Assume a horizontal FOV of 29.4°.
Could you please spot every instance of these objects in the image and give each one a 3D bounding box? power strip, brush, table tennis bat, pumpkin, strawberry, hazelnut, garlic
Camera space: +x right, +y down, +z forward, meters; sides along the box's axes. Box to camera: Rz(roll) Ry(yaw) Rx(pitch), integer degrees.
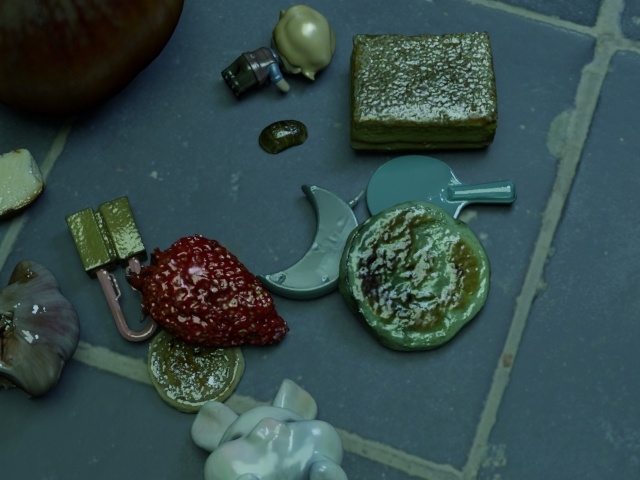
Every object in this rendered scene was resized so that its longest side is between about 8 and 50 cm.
[{"bbox_3d":[0.000,0.000,1.904,0.137,0.044,0.216,24,70,11],"label":"power strip"},{"bbox_3d":[-0.309,0.052,1.892,0.103,0.047,0.233,-21,69,-7],"label":"brush"},{"bbox_3d":[0.191,-0.071,1.936,0.237,0.038,0.149,-5,65,4],"label":"table tennis bat"},{"bbox_3d":[-0.061,-0.176,1.991,0.083,0.028,0.050,-20,66,-11],"label":"pumpkin"},{"bbox_3d":[-0.163,0.087,1.824,0.228,0.098,0.174,37,55,13],"label":"strawberry"},{"bbox_3d":[-0.402,-0.391,1.941,0.359,0.359,0.409,40,82,17],"label":"hazelnut"},{"bbox_3d":[-0.486,0.116,1.792,0.207,0.256,0.207,-31,39,29],"label":"garlic"}]

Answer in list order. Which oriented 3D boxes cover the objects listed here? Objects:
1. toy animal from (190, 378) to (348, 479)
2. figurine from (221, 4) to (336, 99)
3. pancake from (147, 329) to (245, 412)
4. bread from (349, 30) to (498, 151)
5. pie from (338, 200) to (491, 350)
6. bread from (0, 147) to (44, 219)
[{"bbox_3d":[-0.059,0.348,1.682,0.196,0.241,0.368,-12,52,-12],"label":"toy animal"},{"bbox_3d":[-0.065,-0.301,2.017,0.196,0.108,0.114,-36,45,2],"label":"figurine"},{"bbox_3d":[-0.191,0.185,1.841,0.151,0.025,0.152,0,68,1],"label":"pancake"},{"bbox_3d":[0.163,-0.236,1.970,0.234,0.110,0.184,-1,64,-1],"label":"bread"},{"bbox_3d":[0.143,0.055,1.857,0.240,0.054,0.241,2,80,-9],"label":"pie"},{"bbox_3d":[-0.508,-0.086,1.959,0.129,0.044,0.126,-19,60,-3],"label":"bread"}]
